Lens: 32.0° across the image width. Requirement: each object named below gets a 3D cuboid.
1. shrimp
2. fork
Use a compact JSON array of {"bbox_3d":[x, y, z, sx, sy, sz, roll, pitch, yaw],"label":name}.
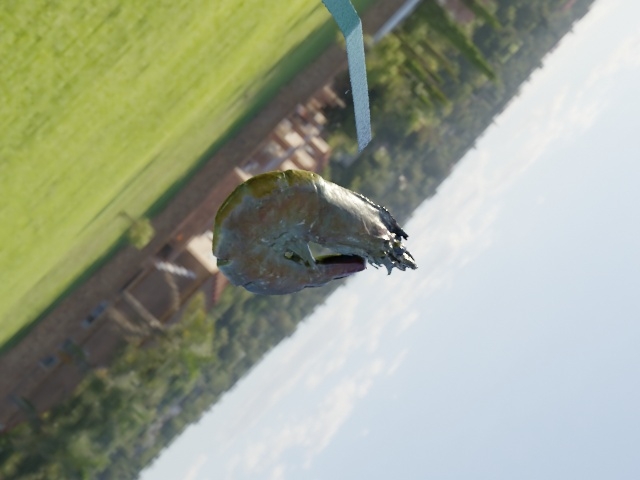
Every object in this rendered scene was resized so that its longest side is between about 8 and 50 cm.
[{"bbox_3d":[0.000,0.000,0.848,0.042,0.190,0.101,44,-65,50],"label":"shrimp"},{"bbox_3d":[0.010,-0.084,0.477,0.039,0.021,0.235,-45,168,-9],"label":"fork"}]
